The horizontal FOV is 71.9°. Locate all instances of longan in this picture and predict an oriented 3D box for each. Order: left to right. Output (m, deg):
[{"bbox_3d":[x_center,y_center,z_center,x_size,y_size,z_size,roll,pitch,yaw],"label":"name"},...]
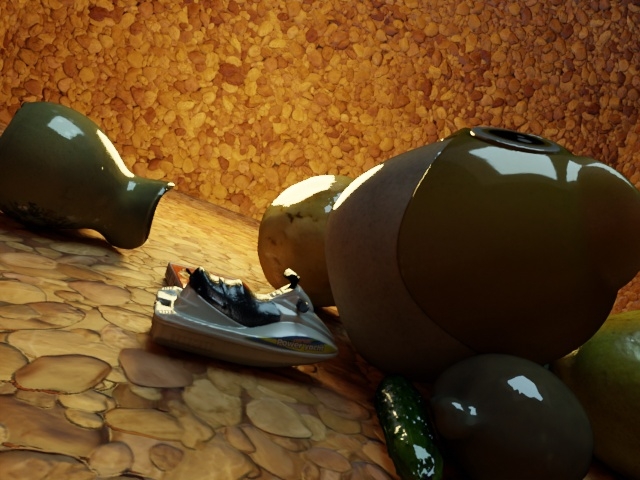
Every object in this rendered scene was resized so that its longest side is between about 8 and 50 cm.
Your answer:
[{"bbox_3d":[0.212,0.215,0.525,0.204,0.159,0.184,16,-2,-31],"label":"longan"}]

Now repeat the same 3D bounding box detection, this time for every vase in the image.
[{"bbox_3d":[-0.515,-0.112,0.929,0.302,0.241,0.329,32,-29,-33],"label":"vase"}]

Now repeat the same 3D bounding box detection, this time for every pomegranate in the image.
[{"bbox_3d":[0.000,0.000,1.068,0.332,0.333,0.332,21,4,-2],"label":"pomegranate"}]

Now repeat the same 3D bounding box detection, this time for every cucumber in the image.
[{"bbox_3d":[0.103,0.225,0.533,0.069,0.069,0.227,21,8,-3],"label":"cucumber"}]

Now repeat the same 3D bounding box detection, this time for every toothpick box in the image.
[{"bbox_3d":[0.252,0.017,0.742,0.424,0.410,0.409,-16,-8,18],"label":"toothpick box"}]

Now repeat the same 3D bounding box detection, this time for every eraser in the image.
[{"bbox_3d":[-0.188,0.101,0.804,0.157,0.038,0.230,19,5,-29],"label":"eraser"}]

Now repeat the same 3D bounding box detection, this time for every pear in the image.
[{"bbox_3d":[0.567,0.276,0.748,0.303,0.304,0.304,21,4,-2],"label":"pear"}]

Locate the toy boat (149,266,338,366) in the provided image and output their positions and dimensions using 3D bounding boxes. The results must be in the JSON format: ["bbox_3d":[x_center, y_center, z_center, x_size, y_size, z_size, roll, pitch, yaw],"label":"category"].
[{"bbox_3d":[-0.097,0.105,0.627,0.269,0.141,0.140,5,10,-19],"label":"toy boat"}]

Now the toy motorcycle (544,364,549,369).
[{"bbox_3d":[0.537,0.287,1.213,0.199,0.191,0.326,23,-11,-32],"label":"toy motorcycle"}]
